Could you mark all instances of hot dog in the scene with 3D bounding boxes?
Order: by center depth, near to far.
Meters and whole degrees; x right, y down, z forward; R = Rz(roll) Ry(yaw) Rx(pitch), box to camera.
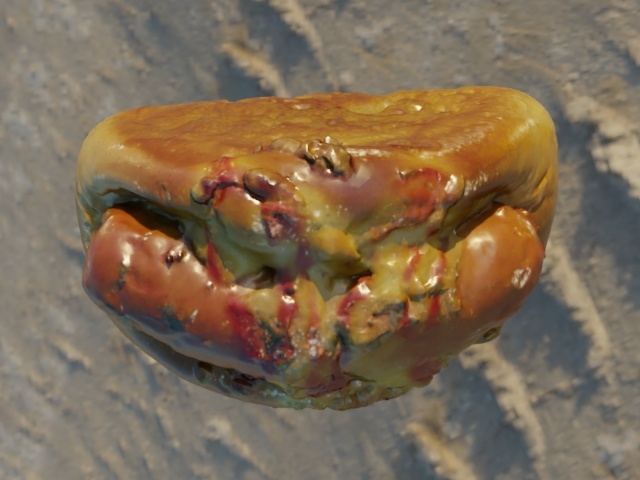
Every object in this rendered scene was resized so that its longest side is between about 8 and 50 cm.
[{"bbox_3d":[0.000,0.000,0.729,0.153,0.256,0.150,-94,0,-63],"label":"hot dog"}]
